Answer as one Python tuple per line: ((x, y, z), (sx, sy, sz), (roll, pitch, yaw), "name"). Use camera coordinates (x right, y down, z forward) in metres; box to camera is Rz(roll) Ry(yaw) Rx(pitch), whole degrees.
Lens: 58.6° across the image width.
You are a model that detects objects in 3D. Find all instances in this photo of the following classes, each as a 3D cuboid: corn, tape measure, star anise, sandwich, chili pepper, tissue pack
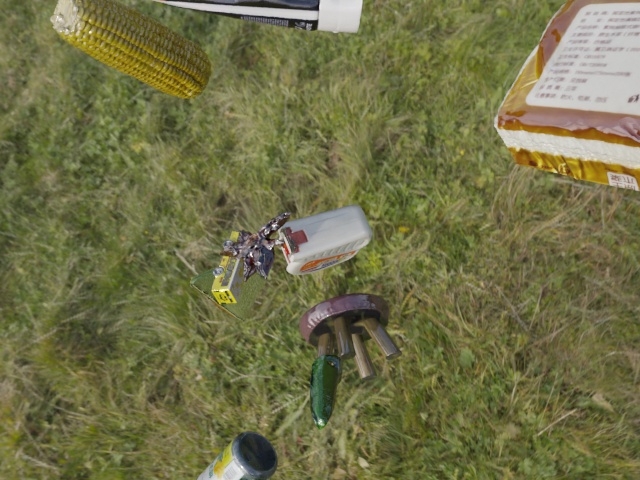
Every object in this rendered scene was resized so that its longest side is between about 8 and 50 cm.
((-0.368, -0.392, 1.159), (0.131, 0.345, 0.131), (-5, 81, 33), "corn")
((0.000, 0.000, 1.623), (0.258, 0.265, 0.130), (-19, 76, -21), "tape measure")
((-0.149, 0.027, 1.359), (0.213, 0.053, 0.156), (-16, 70, 26), "star anise")
((-0.309, 0.128, 1.961), (0.063, 0.245, 0.212), (0, 54, 48), "sandwich")
((0.013, 0.367, 1.369), (0.062, 0.108, 0.216), (-11, 27, 17), "chili pepper")
((0.291, -0.134, 0.485), (0.226, 0.092, 0.183), (21, 71, 48), "tissue pack")

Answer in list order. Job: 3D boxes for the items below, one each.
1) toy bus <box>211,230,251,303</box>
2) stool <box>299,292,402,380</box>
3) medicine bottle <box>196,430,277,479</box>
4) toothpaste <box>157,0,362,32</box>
((-0.257, 0.075, 1.673), (0.074, 0.081, 0.226), (-2, 47, 18), "toy bus")
((0.086, 0.287, 1.642), (0.272, 0.272, 0.178), (-20, 56, 7), "stool")
((-0.251, 0.662, 1.566), (0.293, 0.141, 0.141), (-51, 57, 23), "medicine bottle")
((-0.061, -0.208, 0.490), (0.194, 0.045, 0.071), (3, 27, -3), "toothpaste")
